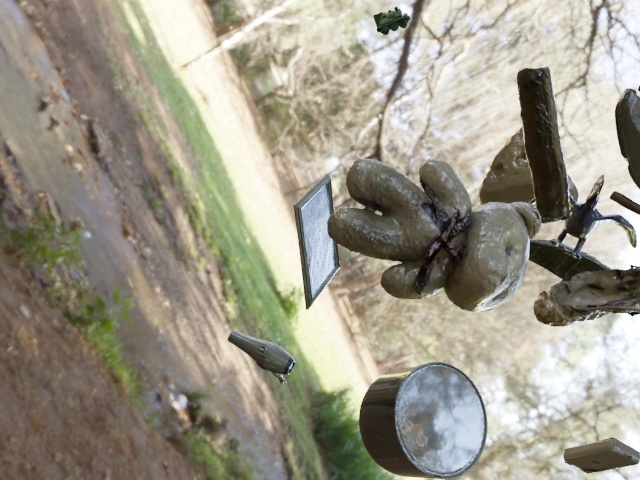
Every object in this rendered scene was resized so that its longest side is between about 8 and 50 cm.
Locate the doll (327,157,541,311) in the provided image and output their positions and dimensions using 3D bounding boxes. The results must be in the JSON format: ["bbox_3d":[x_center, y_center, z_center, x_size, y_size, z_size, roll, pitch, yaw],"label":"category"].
[{"bbox_3d":[0.149,-0.003,0.848,0.278,0.175,0.149,21,22,-6],"label":"doll"}]

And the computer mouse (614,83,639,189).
[{"bbox_3d":[0.965,-0.240,1.811,0.428,0.228,0.145,65,-11,3],"label":"computer mouse"}]

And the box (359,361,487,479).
[{"bbox_3d":[0.209,0.373,1.339,0.149,0.226,0.226,-31,-97,59],"label":"box"}]

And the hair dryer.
[{"bbox_3d":[-0.142,0.275,1.528,0.167,0.067,0.199,32,-23,6],"label":"hair dryer"}]

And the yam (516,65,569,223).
[{"bbox_3d":[0.432,-0.180,1.249,0.067,0.071,0.317,-44,124,-58],"label":"yam"}]

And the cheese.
[{"bbox_3d":[0.555,-0.146,1.754,0.174,0.248,0.251,27,28,-43],"label":"cheese"}]

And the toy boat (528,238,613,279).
[{"bbox_3d":[0.598,0.066,1.496,0.293,0.055,0.093,29,-41,6],"label":"toy boat"}]

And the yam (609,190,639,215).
[{"bbox_3d":[0.864,-0.090,1.769,0.145,0.032,0.032,37,-15,31],"label":"yam"}]

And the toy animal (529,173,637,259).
[{"bbox_3d":[0.562,-0.046,1.361,0.239,0.176,0.255,30,12,16],"label":"toy animal"}]

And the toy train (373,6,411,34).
[{"bbox_3d":[0.167,-0.515,1.507,0.033,0.083,0.053,-79,148,-59],"label":"toy train"}]

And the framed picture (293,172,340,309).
[{"bbox_3d":[0.000,0.000,1.676,0.232,0.019,0.296,-50,140,-55],"label":"framed picture"}]

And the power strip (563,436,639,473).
[{"bbox_3d":[0.654,0.506,1.510,0.082,0.035,0.192,28,-32,-7],"label":"power strip"}]

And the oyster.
[{"bbox_3d":[0.572,0.121,1.265,0.166,0.295,0.093,-47,132,-64],"label":"oyster"}]
